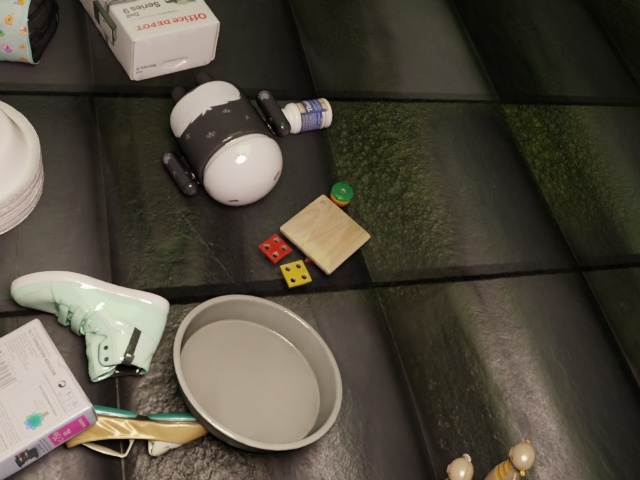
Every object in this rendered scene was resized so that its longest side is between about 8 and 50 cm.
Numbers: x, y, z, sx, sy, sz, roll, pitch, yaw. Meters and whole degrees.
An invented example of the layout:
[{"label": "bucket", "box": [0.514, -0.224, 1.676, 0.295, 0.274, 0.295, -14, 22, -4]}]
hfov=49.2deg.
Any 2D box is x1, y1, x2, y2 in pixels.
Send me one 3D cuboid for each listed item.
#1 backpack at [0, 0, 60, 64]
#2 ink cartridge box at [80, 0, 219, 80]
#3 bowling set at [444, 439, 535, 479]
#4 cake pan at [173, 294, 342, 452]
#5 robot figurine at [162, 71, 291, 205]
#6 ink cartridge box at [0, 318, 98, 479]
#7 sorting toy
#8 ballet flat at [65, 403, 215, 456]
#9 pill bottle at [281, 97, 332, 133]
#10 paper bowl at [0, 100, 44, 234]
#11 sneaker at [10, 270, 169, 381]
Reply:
[{"label": "backpack", "box": [-0.612, -0.453, 1.412, 0.144, 0.166, 0.188, 3, 53, -14]}, {"label": "ink cartridge box", "box": [-0.385, -0.515, 1.555, 0.211, 0.121, 0.289, -24, 67, -29]}, {"label": "bowling set", "box": [0.207, 0.421, 1.071, 0.200, 0.154, 0.287, 20, 42, 3]}, {"label": "cake pan", "box": [-0.105, 0.218, 1.142, 0.293, 0.054, 0.293, 20, 39, -17]}, {"label": "robot figurine", "box": [-0.188, -0.197, 1.374, 0.174, 0.209, 0.278, -7, 56, -48]}, {"label": "ink cartridge box", "box": [-0.499, 0.263, 0.987, 0.311, 0.065, 0.186, -30, 58, -24]}, {"label": "sorting toy", "box": [0.000, 0.000, 1.374, 0.132, 0.046, 0.274, 42, 54, 12]}, {"label": "ballet flat", "box": [-0.277, 0.297, 1.079, 0.232, 0.080, 0.073, 8, 83, -10]}, {"label": "pill bottle", "box": [-0.041, -0.271, 1.533, 0.120, 0.067, 0.067, -15, 63, -26]}, {"label": "paper bowl", "box": [-0.633, -0.145, 1.208, 0.284, 0.148, 0.284, 8, 56, -12]}, {"label": "sneaker", "box": [-0.384, 0.142, 1.125, 0.256, 0.094, 0.151, 12, 57, -8]}]
